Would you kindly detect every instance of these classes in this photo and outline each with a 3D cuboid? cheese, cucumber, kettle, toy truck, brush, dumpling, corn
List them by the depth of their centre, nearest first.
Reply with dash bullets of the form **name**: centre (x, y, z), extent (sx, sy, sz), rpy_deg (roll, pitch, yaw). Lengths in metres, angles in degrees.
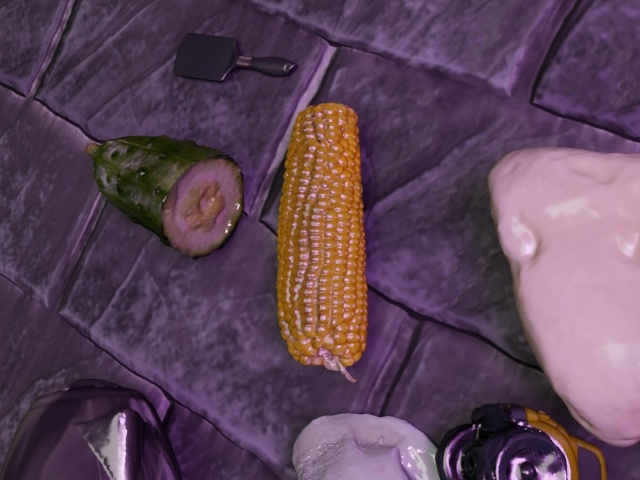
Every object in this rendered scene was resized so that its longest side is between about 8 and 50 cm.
- **cheese**: centre (0.244, 0.039, 0.645), extent (0.251, 0.173, 0.247), rpy_deg (18, 80, 30)
- **toy truck**: centre (0.192, 0.258, 0.654), extent (0.165, 0.147, 0.224), rpy_deg (7, 76, -10)
- **dumpling**: centre (0.050, 0.265, 0.742), extent (0.153, 0.108, 0.219), rpy_deg (-41, 67, 16)
- **corn**: centre (0.000, 0.000, 0.831), extent (0.101, 0.101, 0.310), rpy_deg (-9, 77, 27)
- **kettle**: centre (-0.273, 0.327, 0.868), extent (0.321, 0.228, 0.324), rpy_deg (-36, 54, 52)
- **cucumber**: centre (-0.217, -0.078, 0.959), extent (0.244, 0.134, 0.134), rpy_deg (27, 93, 34)
- **brush**: centre (-0.114, -0.234, 0.992), extent (0.193, 0.016, 0.063), rpy_deg (15, 87, 31)
